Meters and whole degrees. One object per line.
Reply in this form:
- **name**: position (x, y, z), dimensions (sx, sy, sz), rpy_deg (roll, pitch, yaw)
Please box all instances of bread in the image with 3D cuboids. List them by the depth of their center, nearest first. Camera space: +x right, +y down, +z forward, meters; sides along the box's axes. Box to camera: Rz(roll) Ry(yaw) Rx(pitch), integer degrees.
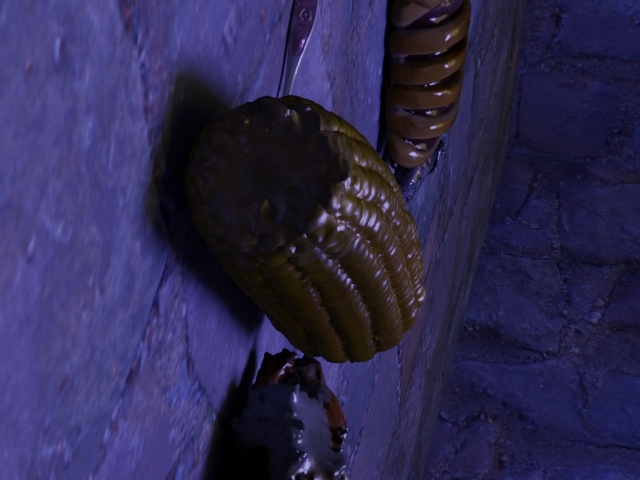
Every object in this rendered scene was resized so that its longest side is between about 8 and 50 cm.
- **bread**: position (0.118, -0.197, 1.356), dimensions (0.134, 0.081, 0.225), rpy_deg (-68, 163, -51)

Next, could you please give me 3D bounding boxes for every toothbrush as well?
- **toothbrush**: position (-0.011, -0.166, 0.906), dimensions (0.022, 0.017, 0.204), rpy_deg (147, -44, -78)

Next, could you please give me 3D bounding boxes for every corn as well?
- **corn**: position (0.000, 0.000, 0.830), dimensions (0.344, 0.131, 0.131), rpy_deg (59, 43, -74)

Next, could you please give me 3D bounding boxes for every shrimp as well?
- **shrimp**: position (0.113, -0.105, 1.461), dimensions (0.065, 0.057, 0.165), rpy_deg (-58, -176, 43)

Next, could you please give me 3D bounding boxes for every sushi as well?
- **sushi**: position (-0.029, 0.189, 0.926), dimensions (0.103, 0.097, 0.226), rpy_deg (61, 39, -73)
